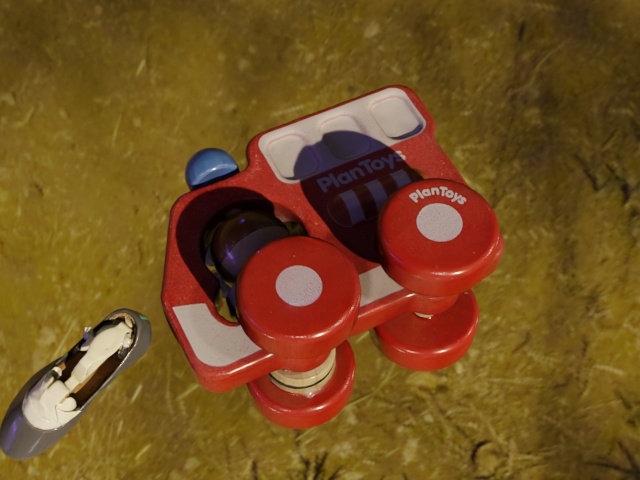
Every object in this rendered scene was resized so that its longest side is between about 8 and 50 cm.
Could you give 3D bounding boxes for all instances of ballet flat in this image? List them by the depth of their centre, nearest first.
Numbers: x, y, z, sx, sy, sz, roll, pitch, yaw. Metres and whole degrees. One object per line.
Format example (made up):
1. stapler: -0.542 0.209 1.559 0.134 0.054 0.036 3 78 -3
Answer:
1. ballet flat: -0.259 0.145 1.095 0.074 0.074 0.203 45 70 3

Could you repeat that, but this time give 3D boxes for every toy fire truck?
1. toy fire truck: 0.000 0.000 0.916 0.302 0.169 0.254 -22 58 -14

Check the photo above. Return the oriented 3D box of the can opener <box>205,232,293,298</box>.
1. can opener: 0.005 -0.024 1.109 0.283 0.095 0.076 -28 109 -27
